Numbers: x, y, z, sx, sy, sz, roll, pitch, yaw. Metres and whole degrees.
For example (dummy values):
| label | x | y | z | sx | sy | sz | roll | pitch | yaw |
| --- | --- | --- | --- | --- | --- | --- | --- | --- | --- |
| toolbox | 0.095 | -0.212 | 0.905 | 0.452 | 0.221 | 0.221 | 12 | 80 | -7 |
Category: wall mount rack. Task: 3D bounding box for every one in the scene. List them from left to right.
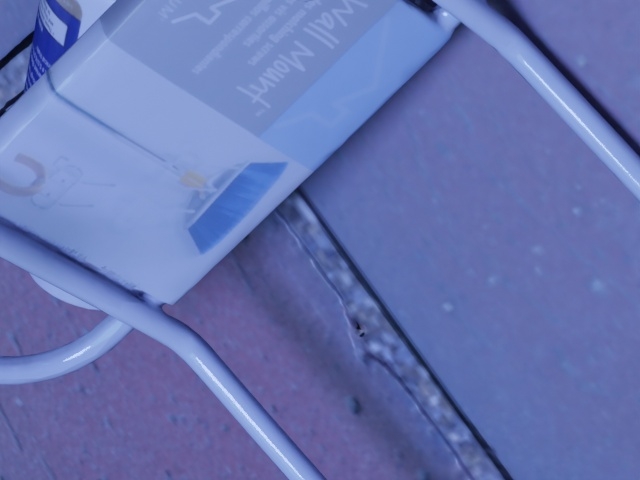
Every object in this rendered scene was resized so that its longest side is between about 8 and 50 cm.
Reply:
| label | x | y | z | sx | sy | sz | roll | pitch | yaw |
| --- | --- | --- | --- | --- | --- | --- | --- | --- | --- |
| wall mount rack | 0.000 | 0.000 | 0.726 | 0.304 | 0.130 | 0.350 | 32 | 116 | -35 |

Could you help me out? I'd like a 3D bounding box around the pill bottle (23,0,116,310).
| label | x | y | z | sx | sy | sz | roll | pitch | yaw |
| --- | --- | --- | --- | --- | --- | --- | --- | --- | --- |
| pill bottle | -0.084 | -0.054 | 0.808 | 0.094 | 0.094 | 0.169 | 30 | 127 | 16 |
